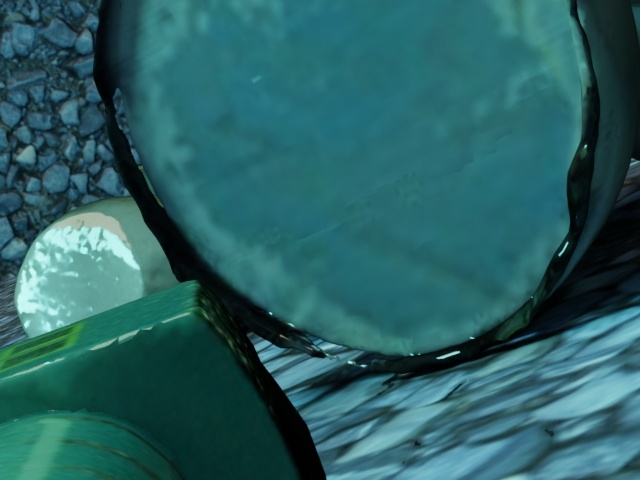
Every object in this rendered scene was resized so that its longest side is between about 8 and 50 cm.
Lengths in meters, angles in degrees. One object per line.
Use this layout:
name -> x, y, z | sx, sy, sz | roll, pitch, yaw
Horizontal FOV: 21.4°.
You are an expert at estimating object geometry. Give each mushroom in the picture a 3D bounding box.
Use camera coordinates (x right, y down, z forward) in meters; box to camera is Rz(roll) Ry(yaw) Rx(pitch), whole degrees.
mushroom -> -0.093, 0.023, 1.054 | 0.118, 0.103, 0.270 | -17, -3, 14

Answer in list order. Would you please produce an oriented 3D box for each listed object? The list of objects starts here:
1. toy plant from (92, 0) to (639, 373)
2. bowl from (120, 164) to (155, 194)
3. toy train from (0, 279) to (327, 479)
toy plant -> 0.085, -0.096, 0.775 | 0.247, 0.247, 0.332 | -20, 5, 36
bowl -> -0.042, -0.047, 1.364 | 0.211, 0.112, 0.211 | -25, 5, 2
toy train -> -0.086, 0.086, 0.306 | 0.194, 0.120, 0.298 | -19, 5, -2
